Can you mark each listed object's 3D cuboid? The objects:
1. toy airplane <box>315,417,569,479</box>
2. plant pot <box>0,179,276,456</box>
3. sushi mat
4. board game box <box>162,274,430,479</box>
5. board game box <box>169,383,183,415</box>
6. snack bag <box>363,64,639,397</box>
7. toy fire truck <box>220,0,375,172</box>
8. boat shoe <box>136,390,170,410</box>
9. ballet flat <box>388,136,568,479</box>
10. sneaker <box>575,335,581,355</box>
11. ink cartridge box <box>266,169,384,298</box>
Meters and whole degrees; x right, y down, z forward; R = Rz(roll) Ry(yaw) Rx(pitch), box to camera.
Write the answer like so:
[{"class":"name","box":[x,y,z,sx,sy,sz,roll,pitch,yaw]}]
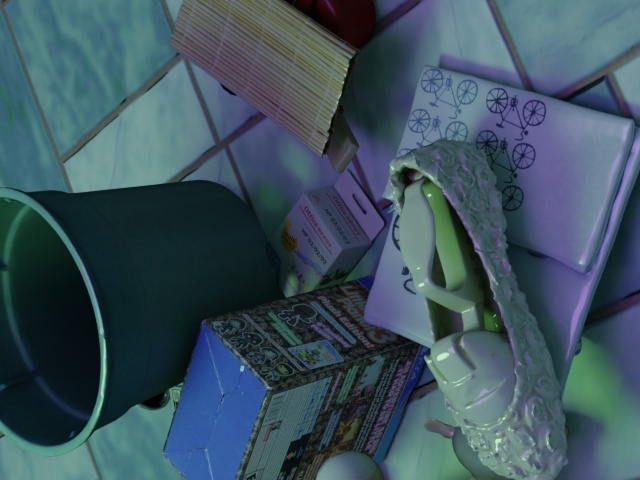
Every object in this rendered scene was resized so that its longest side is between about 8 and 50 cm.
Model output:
[{"class":"toy airplane","box":[0.089,0.371,1.666,0.272,0.386,0.384,51,133,8]},{"class":"plant pot","box":[-0.258,0.071,1.835,0.341,0.334,0.341,13,110,42]},{"class":"sushi mat","box":[-0.080,-0.244,1.772,0.316,0.019,0.151,38,127,32]},{"class":"board game box","box":[-0.028,0.200,1.815,0.141,0.291,0.232,43,128,33]},{"class":"board game box","box":[-0.145,0.152,2.017,0.213,0.046,0.317,0,101,45]},{"class":"snack bag","box":[0.195,-0.012,1.642,0.323,0.037,0.343,23,100,40]},{"class":"toy fire truck","box":[0.000,-0.220,1.796,0.246,0.158,0.217,41,128,18]},{"class":"boat shoe","box":[-0.301,0.139,2.065,0.099,0.116,0.319,41,160,40]},{"class":"ballet flat","box":[0.156,0.079,1.561,0.147,0.147,0.409,-31,68,47]},{"class":"sneaker","box":[0.225,0.119,1.679,0.211,0.080,0.081,-23,80,49]},{"class":"ink cartridge box","box":[0.000,0.000,1.902,0.104,0.061,0.181,56,135,22]}]
